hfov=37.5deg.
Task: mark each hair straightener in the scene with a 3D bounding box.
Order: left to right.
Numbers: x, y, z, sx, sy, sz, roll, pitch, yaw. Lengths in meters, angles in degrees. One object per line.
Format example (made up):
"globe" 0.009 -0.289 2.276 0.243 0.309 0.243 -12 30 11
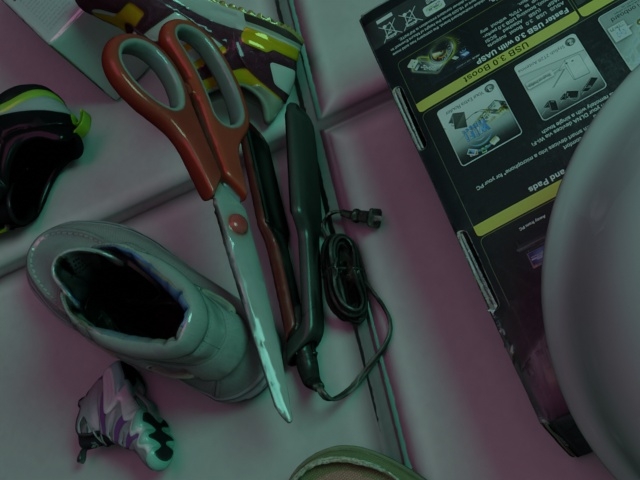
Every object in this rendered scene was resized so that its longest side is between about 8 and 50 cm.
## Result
"hair straightener" 0.000 0.000 0.653 0.089 0.047 0.230 -20 59 18

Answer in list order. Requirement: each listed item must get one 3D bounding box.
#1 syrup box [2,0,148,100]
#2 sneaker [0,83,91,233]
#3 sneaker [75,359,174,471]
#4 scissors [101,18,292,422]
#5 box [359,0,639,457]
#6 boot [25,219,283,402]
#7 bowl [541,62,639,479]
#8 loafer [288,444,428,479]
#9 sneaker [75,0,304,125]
"syrup box" -0.239 -0.236 0.865 0.096 0.093 0.237 -47 54 0
"sneaker" -0.294 -0.037 0.801 0.234 0.084 0.097 -46 56 0
"sneaker" -0.146 0.140 0.669 0.069 0.038 0.098 -42 45 5
"scissors" -0.055 -0.027 0.639 0.021 0.109 0.297 -37 76 37
"box" 0.251 -0.103 0.546 0.395 0.097 0.318 -28 55 12
"boot" -0.149 0.027 0.670 0.258 0.123 0.095 20 77 33
"bowl" 0.242 0.028 0.374 0.298 0.134 0.298 1 98 10
"loafer" 0.060 0.208 0.493 0.102 0.092 0.268 -45 55 1
"sneaker" -0.110 -0.149 0.732 0.185 0.069 0.084 17 90 2
